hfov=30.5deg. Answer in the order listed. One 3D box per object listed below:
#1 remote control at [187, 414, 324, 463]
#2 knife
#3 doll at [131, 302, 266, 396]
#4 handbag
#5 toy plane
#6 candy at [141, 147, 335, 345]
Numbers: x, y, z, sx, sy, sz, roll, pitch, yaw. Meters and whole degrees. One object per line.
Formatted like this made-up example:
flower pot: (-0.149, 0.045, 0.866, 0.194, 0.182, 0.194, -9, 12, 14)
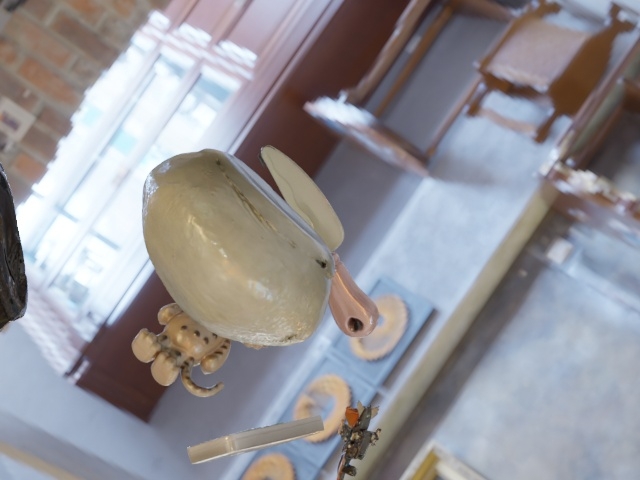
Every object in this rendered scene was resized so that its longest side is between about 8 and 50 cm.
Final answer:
remote control: (-0.099, 0.319, 1.881, 0.250, 0.103, 0.034, 0, -109, -54)
knife: (0.003, 0.000, 1.813, 0.336, 0.081, 0.043, 63, -150, -11)
doll: (-0.152, 0.126, 1.752, 0.154, 0.119, 0.278, 42, -137, 7)
handbag: (-0.618, 0.019, 2.181, 0.075, 0.332, 0.191, -4, -169, 10)
toy plane: (0.065, 0.397, 2.211, 0.062, 0.188, 0.135, 2, 164, 38)
candy: (-0.114, 0.017, 1.480, 0.295, 0.185, 0.295, 41, -168, -10)
